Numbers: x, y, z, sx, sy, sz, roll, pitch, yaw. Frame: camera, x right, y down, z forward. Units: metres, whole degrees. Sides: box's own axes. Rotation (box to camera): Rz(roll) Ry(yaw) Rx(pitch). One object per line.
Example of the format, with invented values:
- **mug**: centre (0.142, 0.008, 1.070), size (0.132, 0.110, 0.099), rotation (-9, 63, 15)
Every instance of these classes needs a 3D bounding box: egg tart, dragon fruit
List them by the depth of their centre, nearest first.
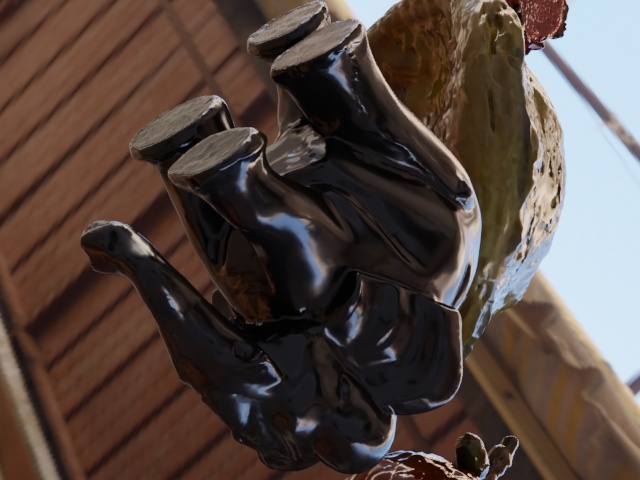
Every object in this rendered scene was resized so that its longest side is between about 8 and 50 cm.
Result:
- **egg tart**: centre (0.135, -0.053, 1.499), size (0.443, 0.178, 0.443), rotation (-173, -90, -68)
- **dragon fruit**: centre (0.218, -0.274, 1.690), size (0.150, 0.207, 0.133), rotation (38, -111, 1)

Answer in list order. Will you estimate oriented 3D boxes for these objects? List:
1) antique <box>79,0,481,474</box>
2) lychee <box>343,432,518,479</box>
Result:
- **antique**: centre (0.000, 0.000, 1.004), size (0.185, 0.255, 0.322), rotation (-8, -152, 40)
- **lychee**: centre (0.110, 0.314, 1.395), size (0.300, 0.255, 0.255), rotation (-47, -133, -7)
